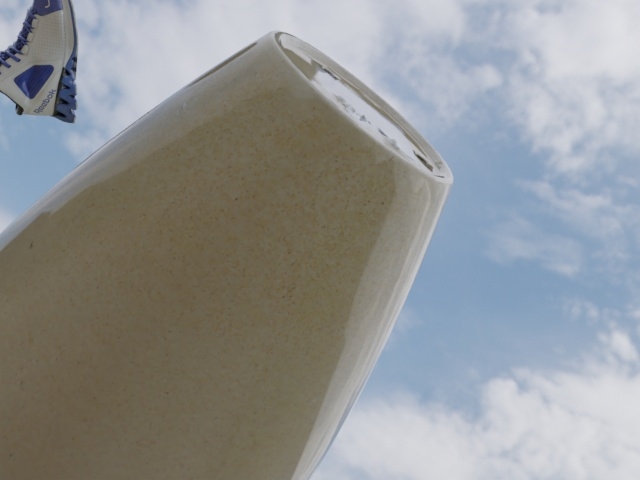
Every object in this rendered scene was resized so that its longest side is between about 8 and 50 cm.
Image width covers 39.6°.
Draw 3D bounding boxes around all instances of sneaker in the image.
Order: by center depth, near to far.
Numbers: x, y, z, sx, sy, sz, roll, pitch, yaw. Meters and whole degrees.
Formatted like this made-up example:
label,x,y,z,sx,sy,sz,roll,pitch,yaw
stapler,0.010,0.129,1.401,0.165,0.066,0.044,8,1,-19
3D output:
label,x,y,z,sx,sy,sz,roll,pitch,yaw
sneaker,-0.593,-0.378,1.810,0.127,0.182,0.315,-125,-144,-50

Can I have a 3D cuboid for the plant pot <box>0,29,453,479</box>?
label,x,y,z,sx,sy,sz,roll,pitch,yaw
plant pot,-0.060,0.026,0.517,0.256,0.256,0.274,41,-73,3
